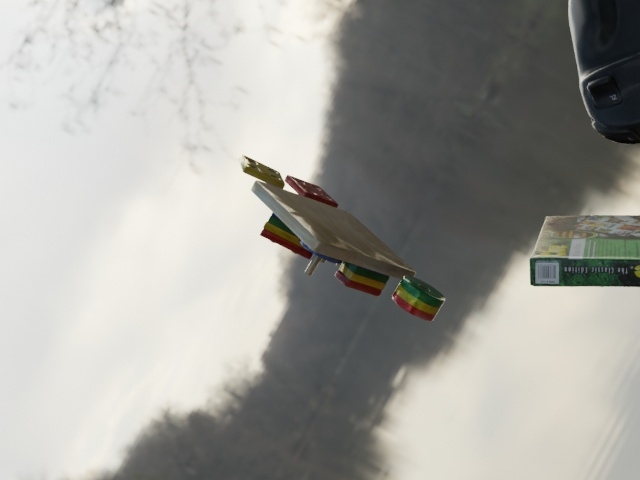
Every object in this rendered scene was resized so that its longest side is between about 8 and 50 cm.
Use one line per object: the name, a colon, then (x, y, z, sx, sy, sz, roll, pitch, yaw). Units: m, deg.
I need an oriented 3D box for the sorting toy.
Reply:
sorting toy: (0.000, 0.000, 1.386, 0.274, 0.132, 0.046, 44, 109, 47)

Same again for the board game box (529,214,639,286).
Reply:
board game box: (0.271, 0.007, 1.310, 0.260, 0.136, 0.030, -36, -52, -74)

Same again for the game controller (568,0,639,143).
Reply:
game controller: (0.331, -0.189, 1.033, 0.319, 0.067, 0.166, -20, 57, 31)
